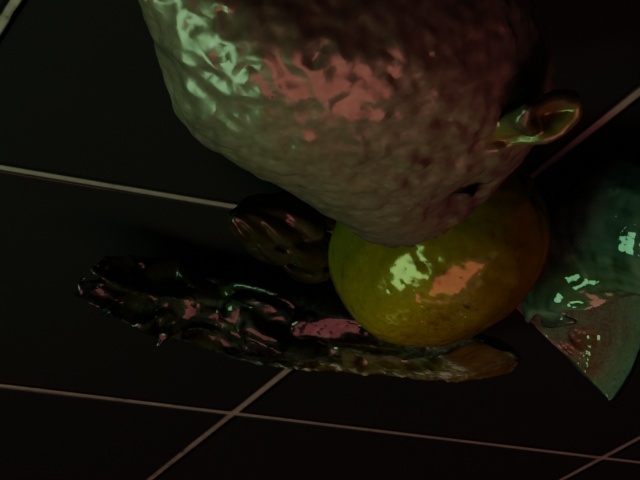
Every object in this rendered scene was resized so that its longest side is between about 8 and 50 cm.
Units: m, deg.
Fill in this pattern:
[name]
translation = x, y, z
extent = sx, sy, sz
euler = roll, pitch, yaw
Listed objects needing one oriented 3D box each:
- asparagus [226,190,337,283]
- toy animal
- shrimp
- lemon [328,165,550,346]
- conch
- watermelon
[asparagus]
translation = 0.000, 0.000, 1.697
extent = 0.080, 0.080, 0.287
euler = -17, 164, 29
[toy animal]
translation = 0.026, -0.128, 1.289
extent = 0.226, 0.188, 0.358
euler = -30, 144, 27
[shrimp]
translation = -0.011, 0.079, 1.783
extent = 0.445, 0.085, 0.272
euler = 14, 171, -29
[lemon]
translation = 0.097, 0.004, 1.607
extent = 0.170, 0.170, 0.207
euler = 18, 136, -37
[conch]
translation = 0.304, 0.007, 1.650
extent = 0.277, 0.195, 0.220
euler = -26, 166, -3
[watermelon]
translation = 0.228, 0.033, 1.839
extent = 0.202, 0.136, 0.207
euler = 49, 167, -15
